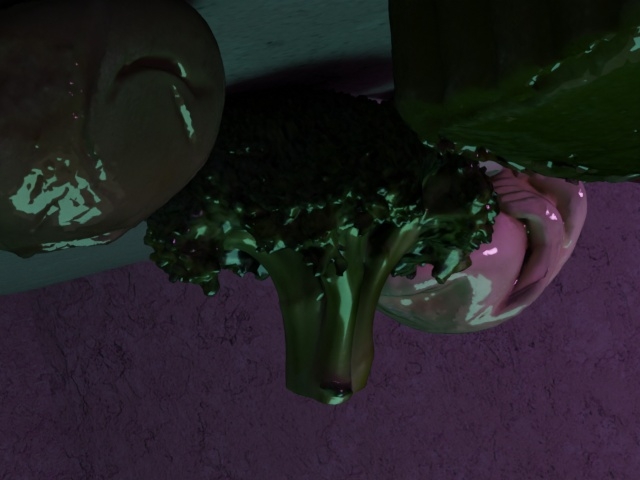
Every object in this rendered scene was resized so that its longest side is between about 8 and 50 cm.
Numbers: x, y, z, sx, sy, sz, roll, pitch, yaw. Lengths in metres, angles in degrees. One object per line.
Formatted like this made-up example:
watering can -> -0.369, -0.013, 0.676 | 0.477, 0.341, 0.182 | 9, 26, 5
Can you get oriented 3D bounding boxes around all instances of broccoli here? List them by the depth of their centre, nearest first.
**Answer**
broccoli -> 0.001, -0.018, 0.978 | 0.288, 0.259, 0.235 | 3, -138, 0

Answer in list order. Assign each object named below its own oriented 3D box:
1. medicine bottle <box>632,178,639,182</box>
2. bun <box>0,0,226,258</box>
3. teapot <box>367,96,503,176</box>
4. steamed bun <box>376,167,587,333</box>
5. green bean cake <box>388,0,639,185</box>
medicine bottle -> 0.410, -0.146, 1.354 | 0.147, 0.147, 0.247 | -13, 179, -10
bun -> -0.128, -0.050, 0.576 | 0.173, 0.113, 0.167 | -15, 180, -38
teapot -> 0.122, -0.109, 1.148 | 0.246, 0.116, 0.159 | -5, -176, -42
steamed bun -> 0.138, 0.000, 1.291 | 0.268, 0.207, 0.280 | -27, -136, -9
green bean cake -> 0.157, -0.103, 0.575 | 0.214, 0.113, 0.200 | 8, 162, -38
